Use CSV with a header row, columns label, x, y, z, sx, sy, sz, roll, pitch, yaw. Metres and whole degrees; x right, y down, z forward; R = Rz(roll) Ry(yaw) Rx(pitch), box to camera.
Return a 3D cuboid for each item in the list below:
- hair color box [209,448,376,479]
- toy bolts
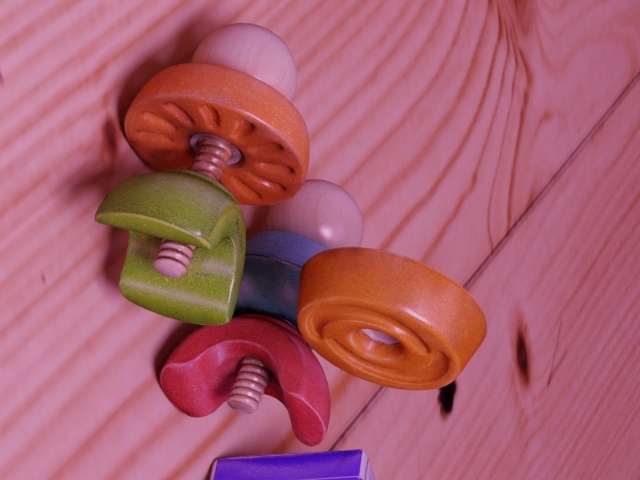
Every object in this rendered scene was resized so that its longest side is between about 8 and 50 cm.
label,x,y,z,sx,sy,sz,roll,pitch,yaw
hair color box,-0.017,0.307,1.071,0.339,0.110,0.185,-79,158,-45
toy bolts,0.000,0.000,1.040,0.228,0.218,0.158,87,21,-58
